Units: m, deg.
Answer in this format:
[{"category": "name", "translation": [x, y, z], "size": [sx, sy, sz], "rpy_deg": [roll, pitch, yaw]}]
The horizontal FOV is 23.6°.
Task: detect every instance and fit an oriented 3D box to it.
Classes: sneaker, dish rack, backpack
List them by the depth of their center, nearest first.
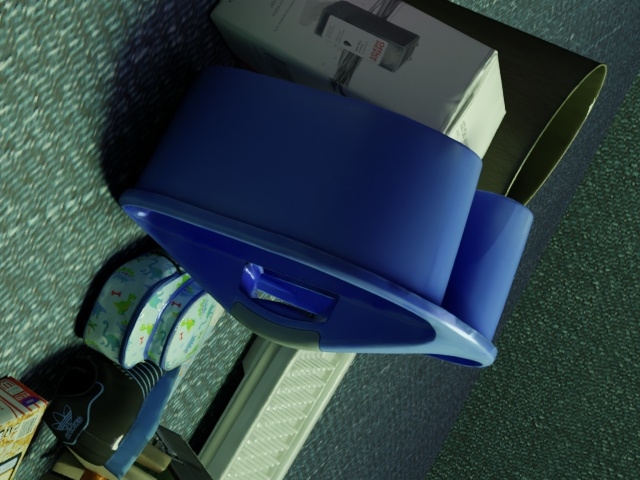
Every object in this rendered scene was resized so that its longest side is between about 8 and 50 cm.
[{"category": "backpack", "translation": [-0.146, 0.062, 1.345], "size": [0.114, 0.084, 0.105], "rpy_deg": [-24, 142, -59]}, {"category": "sneaker", "translation": [-0.187, 0.131, 1.378], "size": [0.081, 0.090, 0.232], "rpy_deg": [-53, -172, 11]}, {"category": "dish rack", "translation": [-0.081, 0.238, 1.909], "size": [0.333, 0.072, 0.285], "rpy_deg": [-59, 164, 5]}]

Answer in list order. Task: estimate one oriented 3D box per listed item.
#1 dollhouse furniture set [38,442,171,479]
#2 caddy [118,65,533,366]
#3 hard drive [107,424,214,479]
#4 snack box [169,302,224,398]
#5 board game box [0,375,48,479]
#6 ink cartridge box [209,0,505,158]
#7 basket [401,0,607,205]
[{"category": "dollhouse furniture set", "translation": [-0.234, 0.312, 1.359], "size": [0.262, 0.135, 0.259], "rpy_deg": [-58, 180, 8]}, {"category": "caddy", "translation": [0.000, 0.000, 1.223], "size": [0.241, 0.341, 0.179], "rpy_deg": [39, 74, -54]}, {"category": "hard drive", "translation": [-0.213, 0.362, 1.508], "size": [0.339, 0.064, 0.237], "rpy_deg": [-62, -159, 0]}, {"category": "snack box", "translation": [-0.140, 0.106, 1.561], "size": [0.178, 0.022, 0.064], "rpy_deg": [-58, 165, 2]}, {"category": "board game box", "translation": [-0.307, 0.213, 1.219], "size": [0.193, 0.045, 0.147], "rpy_deg": [-63, 164, 19]}, {"category": "ink cartridge box", "translation": [0.037, -0.142, 1.253], "size": [0.092, 0.218, 0.158], "rpy_deg": [-56, 165, -6]}, {"category": "basket", "translation": [0.135, -0.151, 1.522], "size": [0.204, 0.227, 0.154], "rpy_deg": [-50, 163, -29]}]
